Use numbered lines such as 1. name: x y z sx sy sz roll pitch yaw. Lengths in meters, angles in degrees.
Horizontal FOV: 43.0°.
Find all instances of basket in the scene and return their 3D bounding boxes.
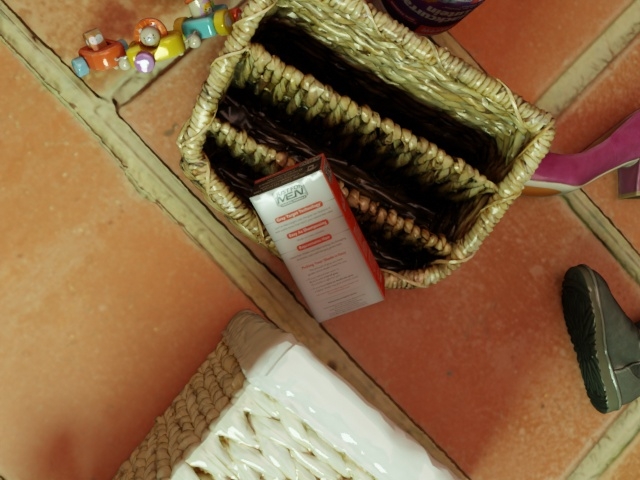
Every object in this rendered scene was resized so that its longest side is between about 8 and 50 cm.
1. basket: 0.022 -0.076 0.775 0.299 0.223 0.213 29 81 -11
2. basket: -0.012 0.261 0.690 0.328 0.331 0.266 41 80 -7

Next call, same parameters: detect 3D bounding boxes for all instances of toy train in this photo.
1. toy train: -0.161 -0.208 0.796 0.166 0.125 0.046 -29 121 -20

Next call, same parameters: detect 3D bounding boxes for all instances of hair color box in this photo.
1. hair color box: 0.000 0.000 0.738 0.072 0.043 0.141 -20 115 14

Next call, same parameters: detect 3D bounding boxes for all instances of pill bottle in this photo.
1. pill bottle: 0.118 -0.272 0.825 0.108 0.193 0.108 1 86 -13

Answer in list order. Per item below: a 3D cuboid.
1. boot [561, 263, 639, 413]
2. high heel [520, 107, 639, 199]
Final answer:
1. boot: 0.390 0.089 0.925 0.209 0.076 0.189 -18 104 -7
2. high heel: 0.288 -0.109 0.911 0.244 0.082 0.117 1 86 -13
